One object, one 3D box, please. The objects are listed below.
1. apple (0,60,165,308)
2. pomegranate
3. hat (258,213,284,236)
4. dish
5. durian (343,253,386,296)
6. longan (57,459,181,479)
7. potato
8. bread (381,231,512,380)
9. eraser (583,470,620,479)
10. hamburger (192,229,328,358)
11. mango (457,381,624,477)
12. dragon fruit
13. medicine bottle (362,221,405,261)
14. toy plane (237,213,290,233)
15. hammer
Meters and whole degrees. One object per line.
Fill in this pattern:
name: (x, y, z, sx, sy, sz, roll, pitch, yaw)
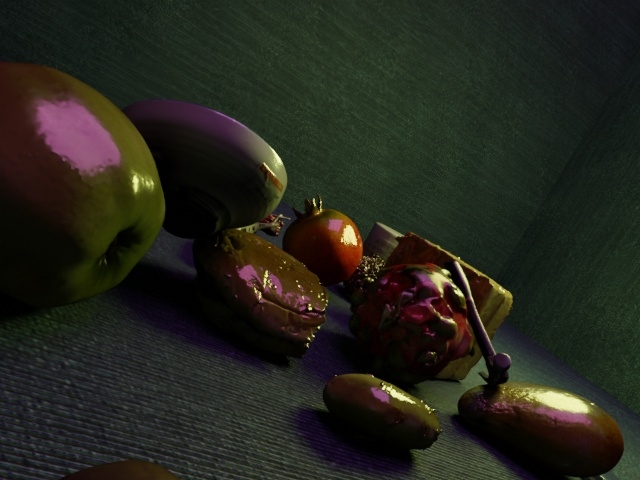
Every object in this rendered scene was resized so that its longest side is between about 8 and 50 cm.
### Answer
apple: (-0.313, -0.061, 0.566, 0.279, 0.279, 0.279, 29, 7, -4)
pomegranate: (0.000, 0.000, 1.360, 0.221, 0.220, 0.257, -126, -161, -73)
hat: (-0.250, -0.076, 1.459, 0.286, 0.107, 0.237, 22, -2, -2)
dish: (-0.198, -0.069, 0.745, 0.273, 0.134, 0.273, 11, -27, 6)
durian: (0.135, 0.122, 1.506, 0.196, 0.167, 0.196, 23, -19, 8)
longan: (-0.122, 0.174, 0.281, 0.113, 0.092, 0.113, 4, 8, -1)
potato: (0.091, 0.242, 0.688, 0.188, 0.085, 0.105, 30, -16, -26)
bread: (0.289, 0.164, 1.251, 0.279, 0.279, 0.207, 33, 6, 41)
eraser: (0.581, 0.492, 1.035, 0.081, 0.036, 0.225, 28, 7, -11)
hamburger: (-0.126, 0.068, 0.850, 0.211, 0.133, 0.309, 28, 8, -27)
mango: (0.420, 0.358, 0.968, 0.315, 0.146, 0.193, 12, 7, 3)
dragon fruit: (0.177, 0.164, 1.006, 0.303, 0.236, 0.231, 95, -21, -83)
medicine bottle: (0.240, 0.088, 1.738, 0.237, 0.232, 0.238, 28, 8, -4)
toy plane: (-0.186, -0.036, 1.289, 0.091, 0.108, 0.286, 10, 6, 31)
hammer: (0.320, 0.164, 1.039, 0.137, 0.037, 0.290, 78, -1, -50)
